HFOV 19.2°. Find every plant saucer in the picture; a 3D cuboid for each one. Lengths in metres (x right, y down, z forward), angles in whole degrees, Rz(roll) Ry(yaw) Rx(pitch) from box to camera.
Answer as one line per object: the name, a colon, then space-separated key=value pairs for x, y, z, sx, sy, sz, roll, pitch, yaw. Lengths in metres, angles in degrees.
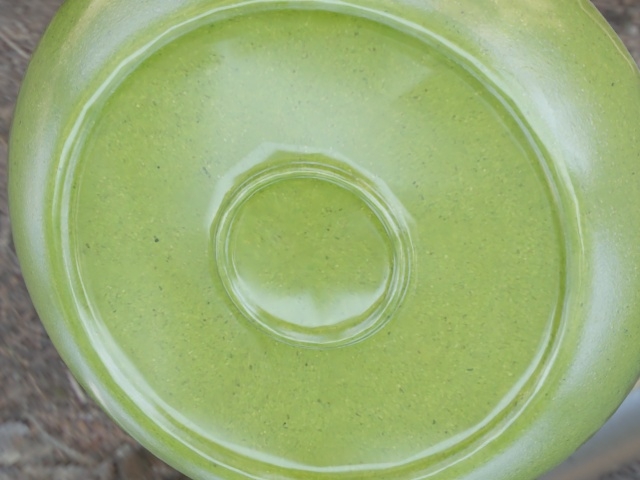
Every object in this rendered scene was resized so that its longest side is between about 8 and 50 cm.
plant saucer: x=0.000 y=0.000 z=0.646 sx=0.241 sy=0.037 sz=0.241 roll=5 pitch=114 yaw=12
